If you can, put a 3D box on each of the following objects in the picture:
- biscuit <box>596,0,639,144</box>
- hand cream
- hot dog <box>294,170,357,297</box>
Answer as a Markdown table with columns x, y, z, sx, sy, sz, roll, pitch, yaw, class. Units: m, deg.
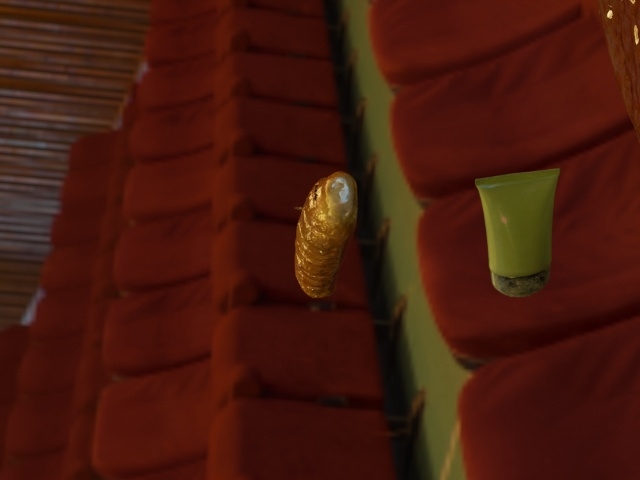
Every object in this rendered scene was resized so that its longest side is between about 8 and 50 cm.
| x | y | z | sx | sy | sz | roll | pitch | yaw | class |
| --- | --- | --- | --- | --- | --- | --- | --- | --- | --- |
| 0.169 | -0.206 | 0.554 | 0.350 | 0.070 | 0.394 | -94 | -5 | -53 | biscuit |
| 0.229 | -0.009 | 1.493 | 0.046 | 0.095 | 0.175 | -92 | -5 | -52 | hand cream |
| 0.004 | 0.001 | 1.474 | 0.286 | 0.061 | 0.088 | 99 | 165 | -67 | hot dog |
